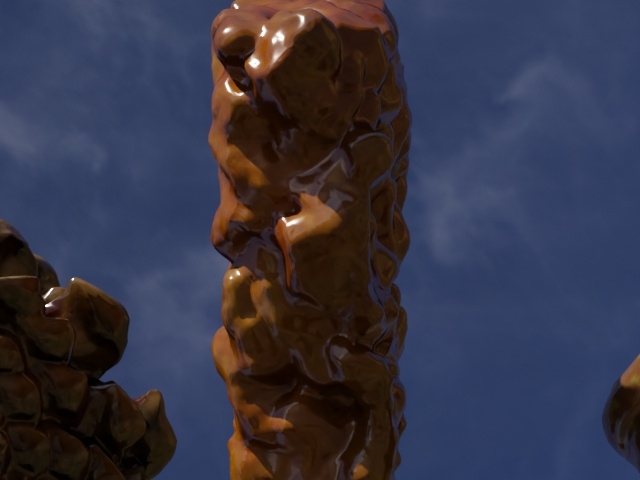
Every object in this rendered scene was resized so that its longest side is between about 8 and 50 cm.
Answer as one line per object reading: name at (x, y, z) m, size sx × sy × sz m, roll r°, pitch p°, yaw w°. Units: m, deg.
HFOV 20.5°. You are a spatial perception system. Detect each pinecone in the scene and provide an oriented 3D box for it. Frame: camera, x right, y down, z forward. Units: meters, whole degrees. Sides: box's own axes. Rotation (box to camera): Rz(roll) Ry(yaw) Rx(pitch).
pinecone at (-0.312, 0.141, 1.278) m, size 0.384 × 0.384 × 0.384 m, roll -9°, pitch -65°, yaw -19°

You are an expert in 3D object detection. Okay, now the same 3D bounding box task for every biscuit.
biscuit at (0.000, 0.000, 1.035) m, size 0.110 × 0.318 × 0.312 m, roll -1°, pitch -75°, yaw 5°

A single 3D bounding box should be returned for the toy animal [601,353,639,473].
toy animal at (0.232, 0.151, 1.013) m, size 0.066 × 0.224 × 0.230 m, roll 6°, pitch -73°, yaw -32°
